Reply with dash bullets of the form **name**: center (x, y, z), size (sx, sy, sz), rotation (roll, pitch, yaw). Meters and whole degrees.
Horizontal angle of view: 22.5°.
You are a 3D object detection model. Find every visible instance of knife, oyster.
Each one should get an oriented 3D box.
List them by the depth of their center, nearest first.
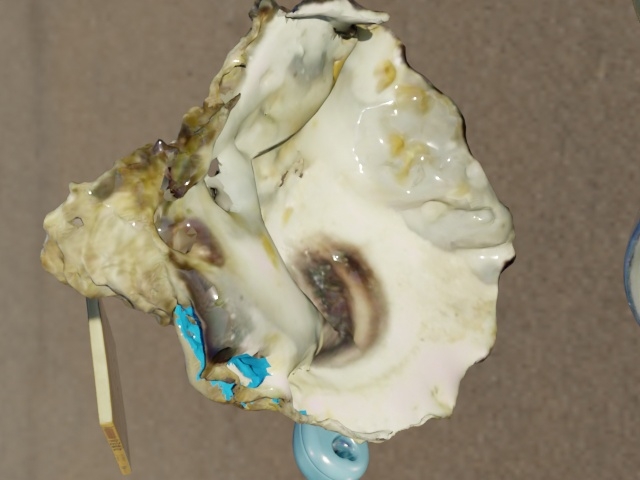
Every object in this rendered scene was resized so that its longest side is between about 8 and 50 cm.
- **oyster**: center (0.000, 0.000, 0.738), size (0.083, 0.214, 0.223), rotation (-5, 128, 47)
- **knife**: center (0.007, 0.064, 1.101), size (0.032, 0.058, 0.244), rotation (-48, 30, 39)

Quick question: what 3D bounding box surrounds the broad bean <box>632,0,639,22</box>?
- **broad bean**: center (0.256, -0.127, 0.737), size (0.263, 0.121, 0.189), rotation (31, 102, 32)

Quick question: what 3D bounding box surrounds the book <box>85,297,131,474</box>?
- **book**: center (-0.169, 0.112, 1.286), size (0.172, 0.012, 0.118), rotation (94, 166, -69)

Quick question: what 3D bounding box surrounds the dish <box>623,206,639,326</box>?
- **dish**: center (0.332, -0.016, 1.005), size (0.273, 0.273, 0.134), rotation (-49, 19, 47)
